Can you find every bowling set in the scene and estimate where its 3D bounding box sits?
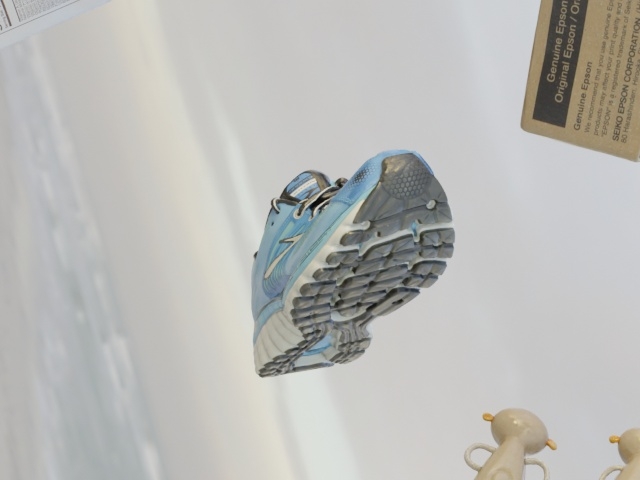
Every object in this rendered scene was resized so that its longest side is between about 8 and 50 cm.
[{"bbox_3d":[0.247,0.258,1.440,0.200,0.287,0.154,100,13,-45],"label":"bowling set"}]

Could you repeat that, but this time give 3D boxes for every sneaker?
[{"bbox_3d":[0.000,0.000,0.709,0.162,0.063,0.073,-50,-127,58],"label":"sneaker"}]

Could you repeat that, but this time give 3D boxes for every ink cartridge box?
[{"bbox_3d":[0.226,-0.158,1.030,0.088,0.235,0.193,18,-71,36],"label":"ink cartridge box"}]

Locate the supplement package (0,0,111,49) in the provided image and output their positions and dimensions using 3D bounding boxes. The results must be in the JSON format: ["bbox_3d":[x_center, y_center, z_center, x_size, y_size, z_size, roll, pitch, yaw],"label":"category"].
[{"bbox_3d":[-0.295,-0.232,1.255,0.199,0.263,0.198,3,-62,51],"label":"supplement package"}]
